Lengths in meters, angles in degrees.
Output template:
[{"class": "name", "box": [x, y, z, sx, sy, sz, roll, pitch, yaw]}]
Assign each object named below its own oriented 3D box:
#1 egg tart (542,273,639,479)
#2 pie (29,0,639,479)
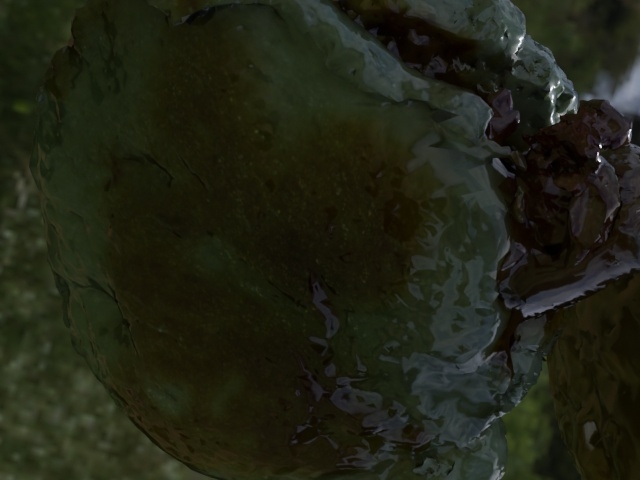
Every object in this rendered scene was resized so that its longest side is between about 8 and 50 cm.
[{"class": "egg tart", "box": [0.235, 0.128, 0.834, 0.153, 0.339, 0.351, -59, 161, -20]}, {"class": "pie", "box": [-0.009, -0.003, 0.751, 0.274, 0.257, 0.105, -60, 177, 36]}]
